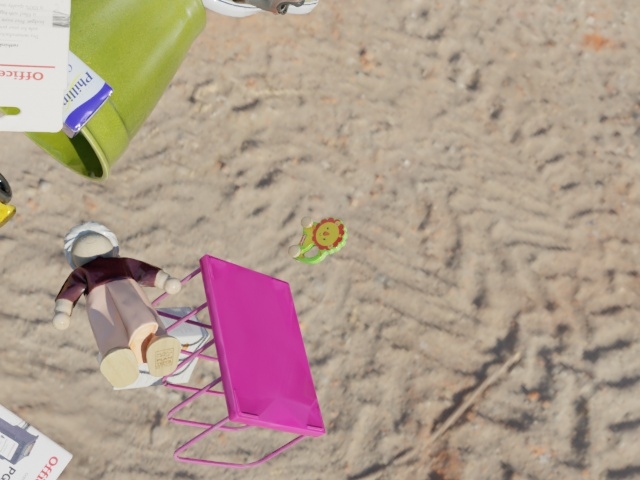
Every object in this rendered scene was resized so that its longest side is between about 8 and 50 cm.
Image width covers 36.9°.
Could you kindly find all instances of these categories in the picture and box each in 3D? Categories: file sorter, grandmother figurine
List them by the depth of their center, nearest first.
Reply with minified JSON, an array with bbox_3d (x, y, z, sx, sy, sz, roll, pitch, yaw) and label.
[{"bbox_3d":[-0.325,0.082,1.520,0.208,0.104,0.342,-6,36,-30],"label":"grandmother figurine"},{"bbox_3d":[-0.152,0.211,1.601,0.202,0.182,0.290,22,43,-45],"label":"file sorter"}]

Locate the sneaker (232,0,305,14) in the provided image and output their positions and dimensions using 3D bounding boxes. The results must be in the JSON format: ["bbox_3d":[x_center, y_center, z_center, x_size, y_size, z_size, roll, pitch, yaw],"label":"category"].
[{"bbox_3d":[-0.084,-0.378,1.509,0.061,0.158,0.065,-46,120,-23],"label":"sneaker"}]

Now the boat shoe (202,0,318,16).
[{"bbox_3d":[-0.124,-0.534,2.000,0.302,0.094,0.109,-11,61,-37],"label":"boat shoe"}]

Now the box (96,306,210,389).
[{"bbox_3d":[-0.325,0.207,1.864,0.171,0.130,0.091,1,36,-42],"label":"box"}]

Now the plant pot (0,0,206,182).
[{"bbox_3d":[-0.401,-0.356,1.724,0.366,0.366,0.353,37,71,11],"label":"plant pot"}]

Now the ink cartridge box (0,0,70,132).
[{"bbox_3d":[-0.239,-0.172,0.705,0.104,0.180,0.060,0,38,-19],"label":"ink cartridge box"}]

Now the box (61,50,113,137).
[{"bbox_3d":[-0.332,-0.198,1.176,0.137,0.072,0.126,41,-8,-14],"label":"box"}]

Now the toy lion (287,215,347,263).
[{"bbox_3d":[0.000,0.000,1.806,0.096,0.034,0.100,16,73,26],"label":"toy lion"}]

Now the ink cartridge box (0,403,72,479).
[{"bbox_3d":[-0.550,0.353,1.556,0.237,0.100,0.172,39,69,-13],"label":"ink cartridge box"}]

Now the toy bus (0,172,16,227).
[{"bbox_3d":[-0.688,-0.107,1.729,0.220,0.149,0.211,60,9,3],"label":"toy bus"}]
